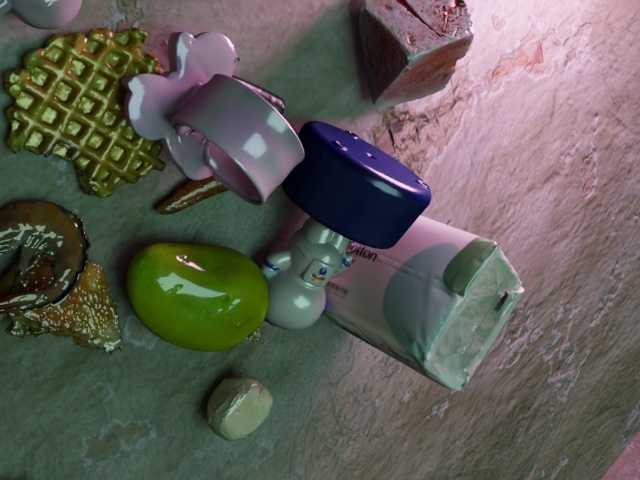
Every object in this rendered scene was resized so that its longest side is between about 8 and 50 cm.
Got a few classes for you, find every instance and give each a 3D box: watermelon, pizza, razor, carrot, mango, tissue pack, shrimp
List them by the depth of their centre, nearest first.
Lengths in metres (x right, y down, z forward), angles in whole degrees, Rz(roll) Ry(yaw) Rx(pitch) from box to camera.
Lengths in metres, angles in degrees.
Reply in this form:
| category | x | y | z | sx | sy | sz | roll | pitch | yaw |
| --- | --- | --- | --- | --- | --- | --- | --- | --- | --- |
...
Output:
| category | x | y | z | sx | sy | sz | roll | pitch | yaw |
| --- | --- | --- | --- | --- | --- | --- | --- | --- | --- |
| shrimp | -0.456 | 0.037 | 1.201 | 0.253 | 0.058 | 0.173 | -33 | 92 | -27 |
| pizza | -0.407 | 0.093 | 1.303 | 0.226 | 0.069 | 0.147 | 21 | 75 | -43 |
| razor | -0.137 | -0.231 | 1.412 | 0.148 | 0.054 | 0.090 | 22 | 95 | -39 |
| mango | -0.215 | 0.098 | 1.417 | 0.273 | 0.149 | 0.185 | 8 | 109 | -37 |
| carrot | -0.194 | -0.096 | 1.423 | 0.210 | 0.061 | 0.061 | -29 | 125 | -25 |
| watermelon | 0.197 | -0.366 | 1.556 | 0.213 | 0.201 | 0.261 | -24 | 126 | -23 |
| pizza | -0.146 | 0.170 | 1.592 | 0.083 | 0.025 | 0.078 | -45 | 127 | -16 |
| tissue pack | 0.182 | 0.098 | 1.621 | 0.266 | 0.356 | 0.194 | -56 | 134 | -10 |

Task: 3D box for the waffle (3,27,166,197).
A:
| category | x | y | z | sx | sy | sz | roll | pitch | yaw |
| --- | --- | --- | --- | --- | --- | --- | --- | --- | --- |
| waffle | -0.342 | -0.190 | 1.252 | 0.291 | 0.051 | 0.291 | -15 | 115 | -37 |

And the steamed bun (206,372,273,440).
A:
| category | x | y | z | sx | sy | sz | roll | pitch | yaw |
| --- | --- | --- | --- | --- | --- | --- | --- | --- | --- |
| steamed bun | -0.162 | 0.322 | 1.594 | 0.130 | 0.091 | 0.112 | -51 | 128 | -9 |

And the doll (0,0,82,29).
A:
| category | x | y | z | sx | sy | sz | roll | pitch | yaw |
| --- | --- | --- | --- | --- | --- | --- | --- | --- | --- |
| doll | -0.454 | -0.295 | 1.081 | 0.365 | 0.094 | 0.160 | -48 | 124 | -18 |

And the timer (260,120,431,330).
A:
| category | x | y | z | sx | sy | sz | roll | pitch | yaw |
| --- | --- | --- | --- | --- | --- | --- | --- | --- | --- |
| timer | 0.000 | 0.000 | 1.532 | 0.270 | 0.270 | 0.383 | 16 | 112 | -44 |

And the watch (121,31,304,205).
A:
| category | x | y | z | sx | sy | sz | roll | pitch | yaw |
| --- | --- | --- | --- | --- | --- | --- | --- | --- | --- |
| watch | -0.140 | -0.181 | 1.250 | 0.211 | 0.217 | 0.248 | -50 | 136 | -16 |
